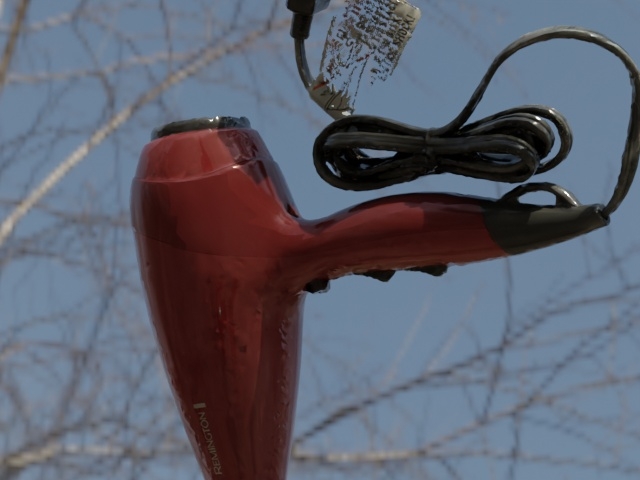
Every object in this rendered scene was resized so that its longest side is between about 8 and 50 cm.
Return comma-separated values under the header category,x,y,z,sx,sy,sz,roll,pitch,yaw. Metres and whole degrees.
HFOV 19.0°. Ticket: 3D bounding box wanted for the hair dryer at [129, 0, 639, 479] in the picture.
category,x,y,z,sx,sy,sz,roll,pitch,yaw
hair dryer,0.000,0.000,0.882,0.080,0.223,0.293,-1,-57,-48
